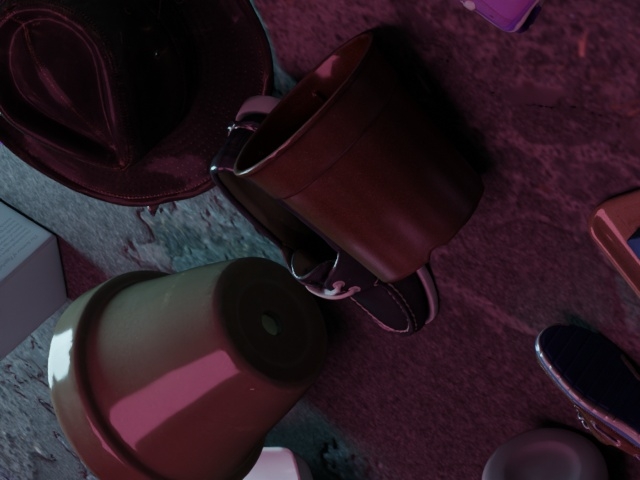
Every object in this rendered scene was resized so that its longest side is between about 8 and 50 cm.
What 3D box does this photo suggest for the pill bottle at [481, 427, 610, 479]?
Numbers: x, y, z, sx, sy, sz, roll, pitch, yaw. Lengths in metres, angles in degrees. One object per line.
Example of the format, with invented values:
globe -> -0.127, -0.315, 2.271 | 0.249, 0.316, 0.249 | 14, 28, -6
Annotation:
pill bottle -> 0.233, 0.295, 1.899 | 0.121, 0.121, 0.216 | 20, 143, 37

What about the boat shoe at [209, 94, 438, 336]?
boat shoe -> 0.000, 0.000, 1.824 | 0.114, 0.091, 0.302 | -6, 134, 49

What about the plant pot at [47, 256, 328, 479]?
plant pot -> -0.118, 0.123, 2.047 | 0.263, 0.263, 0.229 | 50, 132, -8

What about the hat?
hat -> -0.206, -0.151, 1.760 | 0.331, 0.134, 0.331 | 4, 119, 7

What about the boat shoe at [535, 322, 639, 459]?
boat shoe -> 0.259, 0.149, 1.739 | 0.183, 0.066, 0.066 | 41, 152, 7

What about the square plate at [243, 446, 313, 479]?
square plate -> -0.049, 0.404, 2.322 | 0.347, 0.049, 0.344 | -9, 94, 65

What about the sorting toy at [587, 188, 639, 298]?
sorting toy -> 0.363, 0.075, 1.539 | 0.307, 0.041, 0.229 | 51, 150, -9

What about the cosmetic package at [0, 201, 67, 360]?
cosmetic package -> -0.469, 0.051, 2.380 | 0.224, 0.224, 0.138 | 31, 147, 25

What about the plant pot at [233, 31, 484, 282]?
plant pot -> 0.041, -0.062, 1.670 | 0.165, 0.167, 0.167 | 44, 151, -13

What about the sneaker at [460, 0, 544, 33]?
sneaker -> 0.082, -0.211, 1.484 | 0.161, 0.102, 0.282 | 53, 150, -19

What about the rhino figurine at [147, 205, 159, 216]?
rhino figurine -> -0.155, -0.095, 1.955 | 0.106, 0.073, 0.243 | 46, 152, 5
